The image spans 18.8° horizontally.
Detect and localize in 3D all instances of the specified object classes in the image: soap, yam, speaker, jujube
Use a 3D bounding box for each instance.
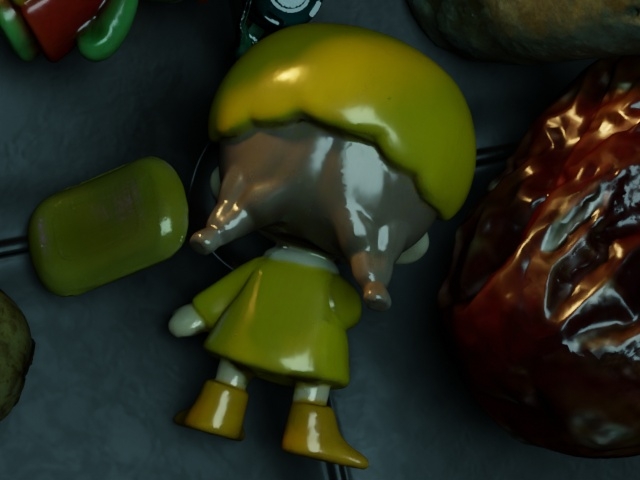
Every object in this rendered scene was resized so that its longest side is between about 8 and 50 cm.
[{"bbox_3d":[-0.165,-0.010,1.515,0.140,0.045,0.089,-21,67,18],"label":"soap"},{"bbox_3d":[0.210,-0.206,1.558,0.133,0.330,0.133,-3,96,-35],"label":"yam"},{"bbox_3d":[-0.046,-0.191,1.582,0.094,0.075,0.060,-36,98,-9],"label":"speaker"},{"bbox_3d":[0.264,0.007,1.565,0.276,0.276,0.377,41,70,-10],"label":"jujube"}]

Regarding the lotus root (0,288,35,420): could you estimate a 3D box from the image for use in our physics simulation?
[{"bbox_3d":[-0.341,0.068,1.438,0.260,0.128,0.145,18,66,-20],"label":"lotus root"}]

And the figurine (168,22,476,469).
[{"bbox_3d":[0.000,0.000,1.532,0.215,0.187,0.343,12,88,-3],"label":"figurine"}]

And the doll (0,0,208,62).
[{"bbox_3d":[-0.112,-0.277,1.520,0.363,0.160,0.182,-30,63,-16],"label":"doll"}]
